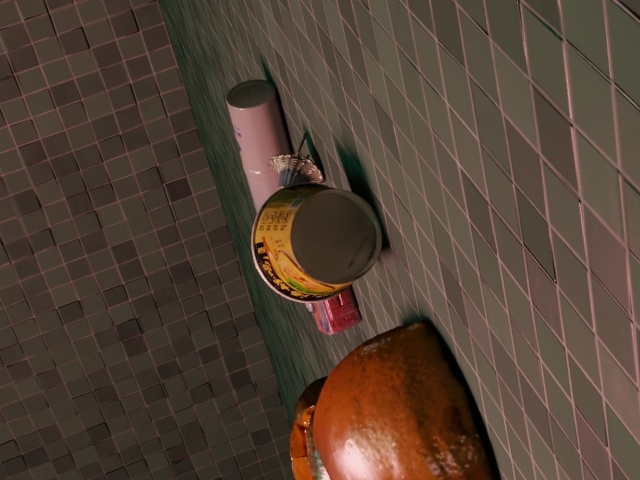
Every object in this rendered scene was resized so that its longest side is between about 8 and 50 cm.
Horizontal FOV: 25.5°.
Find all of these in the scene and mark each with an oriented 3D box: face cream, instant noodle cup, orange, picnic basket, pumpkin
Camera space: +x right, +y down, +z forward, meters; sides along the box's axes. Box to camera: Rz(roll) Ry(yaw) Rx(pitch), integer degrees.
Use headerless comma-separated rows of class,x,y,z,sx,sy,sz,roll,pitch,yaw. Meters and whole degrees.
face cream,-0.080,-0.120,2.141,0.077,0.077,0.250,-120,13,-50
instant noodle cup,0.000,0.000,1.700,0.122,0.151,0.151,169,80,-76
orange,0.115,0.221,1.663,0.310,0.274,0.274,-15,96,51
picnic basket,-0.031,-0.100,1.940,0.065,0.083,0.083,71,-147,-66
pumpkin,0.044,0.313,2.129,0.238,0.159,0.238,179,90,-76

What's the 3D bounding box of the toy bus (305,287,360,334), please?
toy bus,0.003,0.047,2.069,0.077,0.065,0.192,30,141,66
